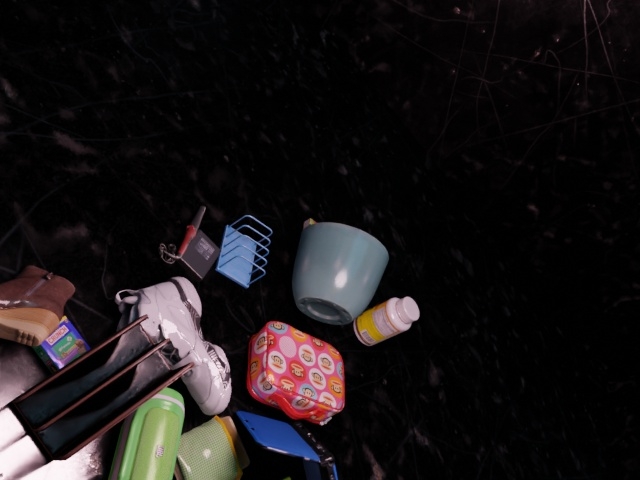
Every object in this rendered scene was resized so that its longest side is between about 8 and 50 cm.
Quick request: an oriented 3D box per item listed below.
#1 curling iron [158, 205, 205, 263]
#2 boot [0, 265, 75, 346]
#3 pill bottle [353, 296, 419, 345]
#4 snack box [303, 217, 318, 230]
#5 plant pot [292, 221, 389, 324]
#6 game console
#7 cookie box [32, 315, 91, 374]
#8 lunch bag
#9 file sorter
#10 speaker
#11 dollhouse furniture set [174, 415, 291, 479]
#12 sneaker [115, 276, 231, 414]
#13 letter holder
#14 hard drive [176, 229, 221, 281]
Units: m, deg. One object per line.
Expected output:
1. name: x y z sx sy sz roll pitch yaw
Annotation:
1. curling iron: -0.376 -0.027 1.893 0.068 0.035 0.274 25 37 -1
2. boot: -0.664 0.116 1.429 0.248 0.090 0.207 27 25 -15
3. pill bottle: 0.222 0.266 2.262 0.117 0.215 0.117 31 44 -35
4. snack box: 0.000 0.000 2.341 0.141 0.037 0.100 33 44 -32
5. plant pot: 0.043 0.121 2.110 0.293 0.293 0.235 36 58 -29
6. game console: -0.082 0.554 1.677 0.173 0.293 0.250 -12 96 -17
7. cookie box: -0.567 0.234 1.477 0.107 0.040 0.092 54 37 -5
8. lunch bag: -0.063 0.384 1.886 0.293 0.120 0.258 30 36 -28
9. file sorter: -0.220 0.028 1.996 0.118 0.104 0.170 35 42 -29
10. speaker: -0.377 0.472 1.462 0.131 0.131 0.296 34 42 -31
11. dollhouse furniture set: -0.203 0.560 1.583 0.197 0.151 0.301 -15 77 -54
12. sneaker: -0.364 0.263 1.629 0.210 0.137 0.365 -3 63 -50
13. letter holder: -0.433 0.289 1.362 0.302 0.214 0.152 -35 94 -31
14. hard drive: -0.343 0.042 1.907 0.094 0.022 0.135 47 37 -16
